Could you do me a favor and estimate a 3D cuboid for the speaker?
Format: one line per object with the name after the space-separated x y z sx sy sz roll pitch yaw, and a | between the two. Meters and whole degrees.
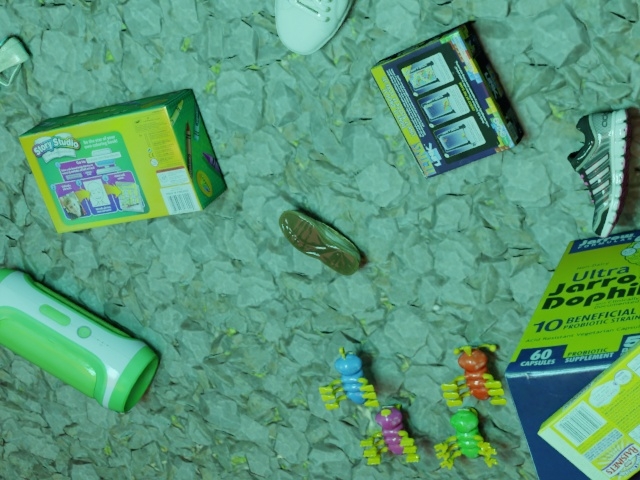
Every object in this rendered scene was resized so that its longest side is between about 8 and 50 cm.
-0.417 0.162 2.041 0.297 0.131 0.131 29 124 8 | speaker

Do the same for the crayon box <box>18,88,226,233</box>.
-0.297 -0.115 1.866 0.279 0.081 0.165 -8 112 28 | crayon box

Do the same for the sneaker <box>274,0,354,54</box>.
-0.003 -0.353 1.584 0.106 0.123 0.290 28 125 7 | sneaker

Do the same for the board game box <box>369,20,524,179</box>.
0.165 -0.181 1.640 0.141 0.048 0.170 -19 107 33 | board game box

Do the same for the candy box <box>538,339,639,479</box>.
0.335 0.178 1.325 0.105 0.027 0.206 40 125 -2 | candy box

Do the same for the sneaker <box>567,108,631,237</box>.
0.352 -0.088 1.595 0.075 0.063 0.170 8 114 21 | sneaker

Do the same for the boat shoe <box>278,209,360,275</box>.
0.000 0.000 1.811 0.135 0.045 0.050 38 115 -1 | boat shoe

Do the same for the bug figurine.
0.149 0.242 1.853 0.279 0.072 0.216 -4 120 21 | bug figurine

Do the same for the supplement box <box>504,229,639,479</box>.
0.380 0.143 1.520 0.194 0.356 0.195 -10 110 28 | supplement box

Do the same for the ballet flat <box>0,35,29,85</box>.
-0.504 -0.246 1.912 0.052 0.057 0.168 45 126 -14 | ballet flat
